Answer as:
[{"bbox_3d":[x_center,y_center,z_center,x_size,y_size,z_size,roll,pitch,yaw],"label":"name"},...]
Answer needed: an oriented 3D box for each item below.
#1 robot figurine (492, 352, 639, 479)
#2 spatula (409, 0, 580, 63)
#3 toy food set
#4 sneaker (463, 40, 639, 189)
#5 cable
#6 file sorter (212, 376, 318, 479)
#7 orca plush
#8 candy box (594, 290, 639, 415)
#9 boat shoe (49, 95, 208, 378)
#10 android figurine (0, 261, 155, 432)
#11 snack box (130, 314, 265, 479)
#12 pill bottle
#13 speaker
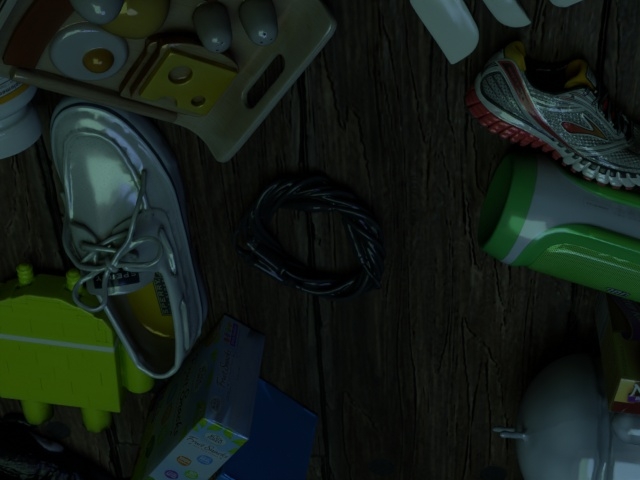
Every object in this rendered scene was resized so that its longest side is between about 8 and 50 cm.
[{"bbox_3d":[0.384,0.237,1.260,0.353,0.199,0.300,3,160,5],"label":"robot figurine"},{"bbox_3d":[0.136,-0.293,1.002,0.168,0.019,0.242,-21,121,30],"label":"spatula"},{"bbox_3d":[-0.165,-0.179,1.028,0.306,0.092,0.220,13,135,-37],"label":"toy food set"},{"bbox_3d":[0.261,-0.124,1.068,0.225,0.088,0.092,21,126,-9],"label":"sneaker"},{"bbox_3d":[0.000,0.000,1.239,0.184,0.047,0.150,32,121,-13],"label":"cable"},{"bbox_3d":[-0.092,0.283,1.392,0.118,0.170,0.104,36,128,-19],"label":"file sorter"},{"bbox_3d":[-0.419,0.350,1.535,0.287,0.102,0.151,36,125,-18],"label":"orca plush"},{"bbox_3d":[0.366,0.116,1.175,0.109,0.186,0.053,8,126,3],"label":"candy box"},{"bbox_3d":[-0.225,0.016,1.208,0.136,0.156,0.367,-3,128,11],"label":"boat shoe"},{"bbox_3d":[-0.339,0.139,1.387,0.248,0.056,0.273,6,129,5],"label":"android figurine"},{"bbox_3d":[-0.157,0.223,1.349,0.070,0.174,0.207,30,125,-18],"label":"snack box"},{"bbox_3d":[-0.357,-0.190,1.093,0.118,0.117,0.208,-3,127,11],"label":"pill bottle"},{"bbox_3d":[0.323,0.000,1.131,0.297,0.131,0.131,17,128,-4],"label":"speaker"}]
